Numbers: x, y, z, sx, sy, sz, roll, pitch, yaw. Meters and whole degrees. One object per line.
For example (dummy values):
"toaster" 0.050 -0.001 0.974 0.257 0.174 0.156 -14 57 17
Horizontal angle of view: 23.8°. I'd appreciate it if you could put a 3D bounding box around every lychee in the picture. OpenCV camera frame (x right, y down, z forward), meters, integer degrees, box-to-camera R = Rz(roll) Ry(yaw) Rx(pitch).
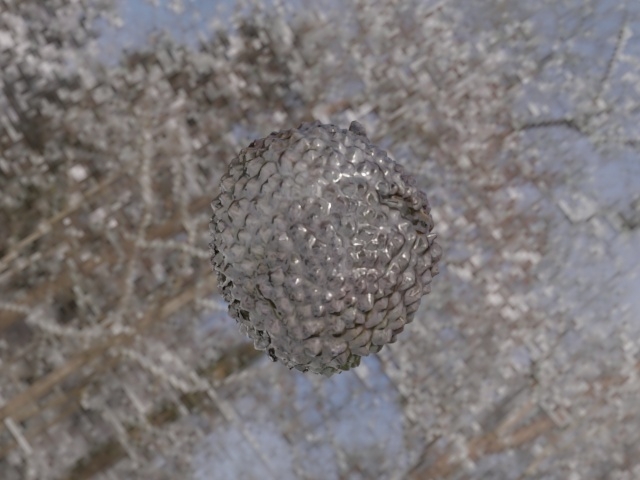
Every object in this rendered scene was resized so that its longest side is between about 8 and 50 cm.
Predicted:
"lychee" 0.000 0.000 0.456 0.068 0.083 0.067 19 -31 -12
